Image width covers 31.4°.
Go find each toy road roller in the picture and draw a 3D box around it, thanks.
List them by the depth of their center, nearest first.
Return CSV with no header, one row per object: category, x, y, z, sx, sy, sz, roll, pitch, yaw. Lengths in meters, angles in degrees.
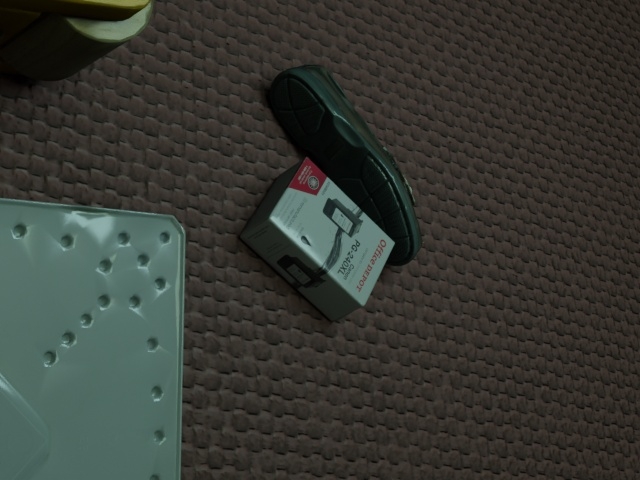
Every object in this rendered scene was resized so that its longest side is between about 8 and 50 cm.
toy road roller,-0.327,-0.290,1.024,0.329,0.202,0.241,3,78,-40

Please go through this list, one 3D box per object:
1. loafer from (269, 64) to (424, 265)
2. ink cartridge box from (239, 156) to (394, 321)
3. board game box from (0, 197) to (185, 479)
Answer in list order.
loafer,0.048,-0.098,1.352,0.267,0.096,0.084,56,40,-1
ink cartridge box,0.000,0.000,1.281,0.150,0.063,0.109,43,48,-16
board game box,-0.289,0.160,0.902,0.390,0.050,0.390,5,83,-39
